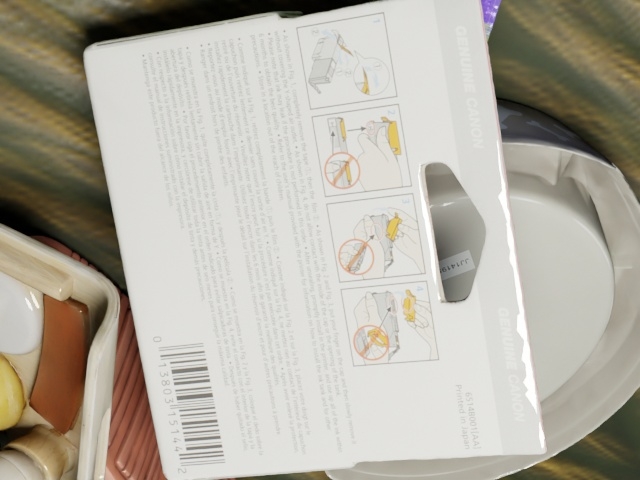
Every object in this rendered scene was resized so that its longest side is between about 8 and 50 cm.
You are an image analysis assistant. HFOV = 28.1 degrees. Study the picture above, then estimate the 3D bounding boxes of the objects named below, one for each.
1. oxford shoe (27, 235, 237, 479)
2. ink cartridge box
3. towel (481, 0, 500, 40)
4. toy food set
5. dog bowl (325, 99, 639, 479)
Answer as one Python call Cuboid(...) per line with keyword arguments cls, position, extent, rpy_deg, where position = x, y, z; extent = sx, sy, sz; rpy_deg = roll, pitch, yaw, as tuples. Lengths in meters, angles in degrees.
Cuboid(cls="oxford shoe", position=(-0.183, 0.171, 1.013), extent=(0.147, 0.140, 0.397), rpy_deg=(-10, 123, 21))
Cuboid(cls="ink cartridge box", position=(0.000, 0.000, 0.827), extent=(0.261, 0.066, 0.296), rpy_deg=(-7, 100, 17))
Cuboid(cls="towel", position=(0.100, -0.171, 0.886), extent=(0.060, 0.009, 0.083), rpy_deg=(6, 126, -19))
Cuboid(cls="toy food set", position=(-0.270, 0.084, 0.865), extent=(0.306, 0.092, 0.219), rpy_deg=(24, 128, 18))
Cuboid(cls="dog bowl", position=(0.098, 0.042, 0.995), extent=(0.349, 0.102, 0.348), rpy_deg=(-7, 128, -9))
